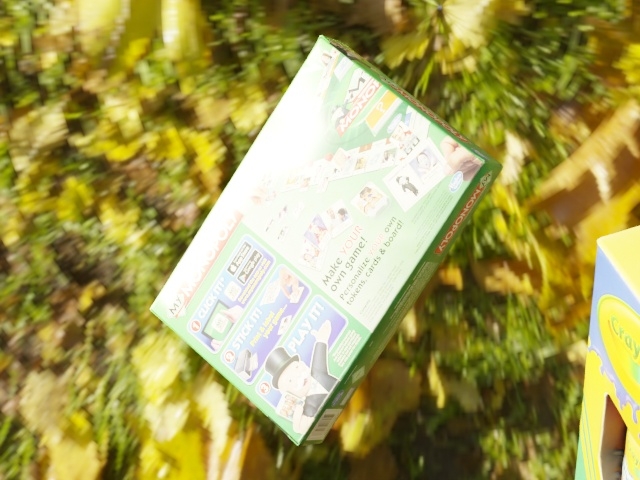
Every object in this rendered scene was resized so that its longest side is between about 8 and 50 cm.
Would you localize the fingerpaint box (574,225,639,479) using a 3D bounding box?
[{"bbox_3d":[0.341,0.248,1.298,0.163,0.445,0.371,-16,135,-15],"label":"fingerpaint box"}]

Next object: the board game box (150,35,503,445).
[{"bbox_3d":[0.000,0.000,1.764,0.213,0.046,0.317,41,106,27],"label":"board game box"}]
